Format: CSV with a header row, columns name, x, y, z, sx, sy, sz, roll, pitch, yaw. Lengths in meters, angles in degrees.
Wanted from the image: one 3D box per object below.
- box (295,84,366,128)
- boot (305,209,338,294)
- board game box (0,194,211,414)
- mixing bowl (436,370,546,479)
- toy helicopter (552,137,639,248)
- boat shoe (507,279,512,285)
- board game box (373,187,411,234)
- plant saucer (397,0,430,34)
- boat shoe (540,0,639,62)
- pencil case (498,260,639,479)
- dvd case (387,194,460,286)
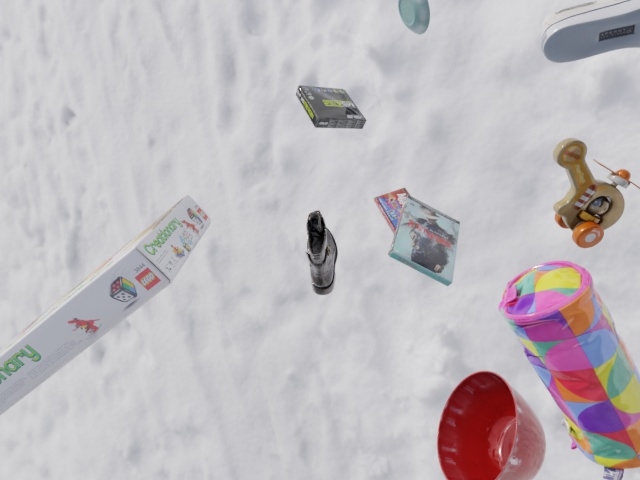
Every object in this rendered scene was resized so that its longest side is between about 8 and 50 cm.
name,x,y,z,sx,sy,sz,roll,pitch,yaw
box,0.034,-0.451,1.482,0.184,0.191,0.045,62,144,33
boot,0.000,0.000,1.198,0.091,0.262,0.228,-7,140,1
board game box,-0.276,0.077,0.522,0.305,0.193,0.053,-37,107,11
mixing bowl,0.274,0.306,0.676,0.098,0.181,0.181,26,116,-12
toy helicopter,0.786,-0.161,1.269,0.235,0.140,0.355,-32,120,18
boat shoe,0.366,0.108,0.765,0.043,0.137,0.049,-1,116,-12
board game box,0.334,-0.107,1.780,0.281,0.145,0.027,-112,6,-45
plant saucer,0.332,-0.854,1.614,0.038,0.195,0.194,-27,83,-8
boat shoe,0.690,-0.503,0.971,0.368,0.135,0.156,-4,55,24
pencil case,0.280,0.138,0.472,0.105,0.104,0.236,-23,106,32
dvd case,0.142,-0.003,0.583,0.087,0.119,0.013,28,136,-3
